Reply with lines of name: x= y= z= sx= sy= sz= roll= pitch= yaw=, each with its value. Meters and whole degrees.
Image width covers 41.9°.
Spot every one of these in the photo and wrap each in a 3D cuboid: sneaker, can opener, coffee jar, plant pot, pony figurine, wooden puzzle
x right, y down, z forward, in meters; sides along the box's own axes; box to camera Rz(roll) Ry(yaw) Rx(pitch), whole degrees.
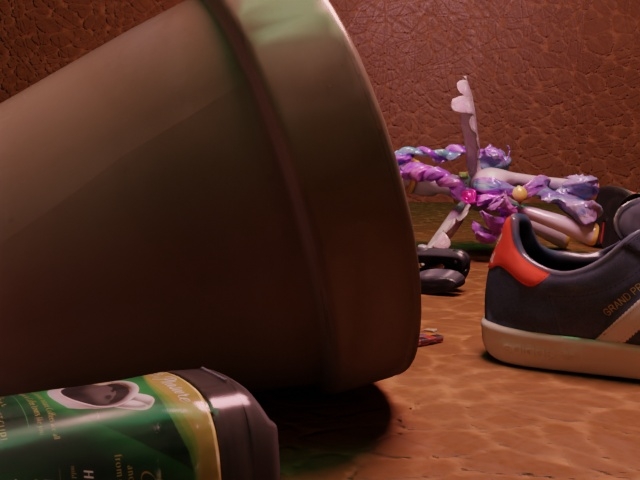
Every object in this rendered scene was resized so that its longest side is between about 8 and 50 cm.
sneaker: x=0.618 y=-0.022 z=1.522 sx=0.136 sy=0.116 sz=0.313 roll=8 pitch=7 yaw=-41
sneaker: x=0.306 y=0.037 z=0.684 sx=0.350 sy=0.148 sz=0.131 roll=3 pitch=7 yaw=21
can opener: x=0.115 y=0.033 z=1.119 sx=0.186 sy=0.059 sz=0.073 roll=5 pitch=9 yaw=37
coffee jar: x=-0.114 y=0.107 z=0.370 sx=0.184 sy=0.079 sz=0.096 roll=-4 pitch=4 yaw=-28
plant pot: x=-0.120 y=-0.011 z=0.603 sx=0.280 sy=0.323 sz=0.323 roll=-18 pitch=11 yaw=-14
pony figurine: x=0.280 y=-0.083 z=1.411 sx=0.363 sy=0.303 sz=0.351 roll=15 pitch=-1 yaw=2
wooden puzzle: x=0.084 y=0.094 z=0.809 sx=0.083 sy=0.006 sz=0.049 roll=-5 pitch=8 yaw=-35
